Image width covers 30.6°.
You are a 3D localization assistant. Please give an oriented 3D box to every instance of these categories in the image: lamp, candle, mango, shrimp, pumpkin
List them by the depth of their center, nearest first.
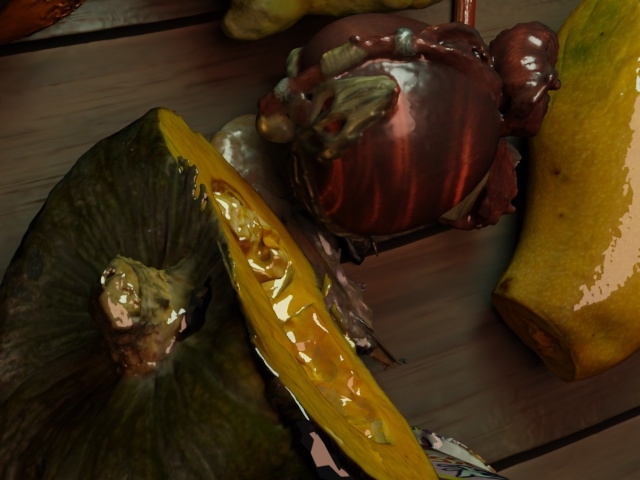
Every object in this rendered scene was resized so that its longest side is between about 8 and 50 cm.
[{"bbox_3d":[-0.098,0.093,0.680,0.232,0.325,0.242,-38,140,5],"label":"pumpkin"},{"bbox_3d":[0.060,-0.068,0.819,0.223,0.215,0.151,10,61,-8],"label":"lamp"},{"bbox_3d":[0.000,0.000,0.870,0.223,0.047,0.126,52,56,-12],"label":"shrimp"},{"bbox_3d":[0.251,-0.057,0.948,0.186,0.144,0.360,14,85,-13],"label":"mango"},{"bbox_3d":[0.119,-0.197,0.958,0.026,0.021,0.168,8,81,-25],"label":"candle"}]

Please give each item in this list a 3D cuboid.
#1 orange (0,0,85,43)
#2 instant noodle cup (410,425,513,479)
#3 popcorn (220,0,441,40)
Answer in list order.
[{"bbox_3d":[-0.201,-0.228,0.681,0.182,0.234,0.235,0,85,-5],"label":"orange"},{"bbox_3d":[0.098,0.289,0.768,0.339,0.266,0.340,3,83,-27],"label":"instant noodle cup"},{"bbox_3d":[0.003,-0.263,0.830,0.266,0.192,0.233,-46,123,2],"label":"popcorn"}]
